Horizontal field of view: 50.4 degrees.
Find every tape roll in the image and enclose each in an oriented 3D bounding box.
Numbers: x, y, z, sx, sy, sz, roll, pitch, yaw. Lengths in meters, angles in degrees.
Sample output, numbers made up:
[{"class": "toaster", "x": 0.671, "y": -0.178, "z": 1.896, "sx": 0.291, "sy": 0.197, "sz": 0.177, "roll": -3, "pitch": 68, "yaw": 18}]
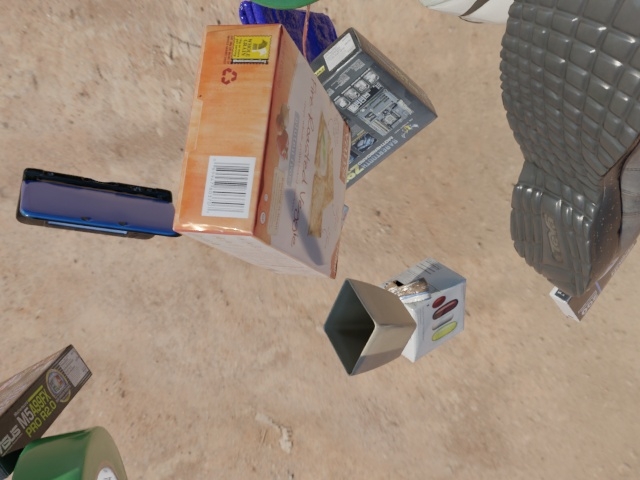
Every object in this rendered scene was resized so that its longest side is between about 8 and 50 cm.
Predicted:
[{"class": "tape roll", "x": -0.266, "y": 0.380, "z": 0.771, "sx": 0.077, "sy": 0.321, "sz": 0.321, "roll": -10, "pitch": 95, "yaw": -8}]

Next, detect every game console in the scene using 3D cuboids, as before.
[{"class": "game console", "x": -0.448, "y": -0.030, "z": 1.355, "sx": 0.293, "sy": 0.250, "sz": 0.173, "roll": 9, "pitch": 54, "yaw": -25}]

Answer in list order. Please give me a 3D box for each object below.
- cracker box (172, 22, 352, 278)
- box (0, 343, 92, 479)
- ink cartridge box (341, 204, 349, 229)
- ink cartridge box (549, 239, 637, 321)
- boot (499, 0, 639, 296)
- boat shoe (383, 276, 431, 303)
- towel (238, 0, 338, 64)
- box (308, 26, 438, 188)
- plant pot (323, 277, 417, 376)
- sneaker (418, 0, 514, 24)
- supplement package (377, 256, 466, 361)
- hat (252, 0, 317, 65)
[{"class": "cracker box", "x": -0.034, "y": -0.059, "z": 0.581, "sx": 0.067, "sy": 0.232, "sz": 0.156, "roll": 4, "pitch": 81, "yaw": 16}, {"class": "box", "x": -0.446, "y": 0.256, "z": 0.889, "sx": 0.216, "sy": 0.270, "sz": 0.060, "roll": -28, "pitch": 102, "yaw": 9}, {"class": "ink cartridge box", "x": 0.000, "y": 0.000, "z": 1.726, "sx": 0.045, "sy": 0.179, "sz": 0.145, "roll": 29, "pitch": 135, "yaw": 12}, {"class": "ink cartridge box", "x": 0.550, "y": 0.061, "z": 1.353, "sx": 0.045, "sy": 0.208, "sz": 0.206, "roll": 37, "pitch": 92, "yaw": 33}, {"class": "boot", "x": 0.253, "y": -0.123, "z": 0.515, "sx": 0.222, "sy": 0.338, "sz": 0.118, "roll": -35, "pitch": 57, "yaw": -15}, {"class": "boat shoe", "x": 0.197, "y": 0.135, "z": 1.763, "sx": 0.183, "sy": 0.066, "sz": 0.066, "roll": -13, "pitch": 82, "yaw": 24}, {"class": "towel", "x": -0.062, "y": -0.544, "z": 1.848, "sx": 0.076, "sy": 0.308, "sz": 0.228, "roll": -33, "pitch": 75, "yaw": 42}, {"class": "box", "x": 0.021, "y": -0.161, "z": 0.961, "sx": 0.232, "sy": 0.059, "sz": 0.183, "roll": -37, "pitch": 137, "yaw": 25}, {"class": "plant pot", "x": 0.082, "y": 0.132, "z": 1.052, "sx": 0.096, "sy": 0.109, "sz": 0.109, "roll": 3, "pitch": 126, "yaw": -31}, {"class": "sneaker", "x": 0.150, "y": -0.281, "z": 0.452, "sx": 0.146, "sy": 0.331, "sz": 0.123, "roll": -6, "pitch": 54, "yaw": -14}, {"class": "supplement package", "x": 0.286, "y": 0.192, "z": 1.917, "sx": 0.203, "sy": 0.149, "sz": 0.194, "roll": -27, "pitch": 129, "yaw": -27}, {"class": "hat", "x": -0.025, "y": -0.346, "z": 0.809, "sx": 0.173, "sy": 0.183, "sz": 0.208, "roll": 41, "pitch": 105, "yaw": 1}]
